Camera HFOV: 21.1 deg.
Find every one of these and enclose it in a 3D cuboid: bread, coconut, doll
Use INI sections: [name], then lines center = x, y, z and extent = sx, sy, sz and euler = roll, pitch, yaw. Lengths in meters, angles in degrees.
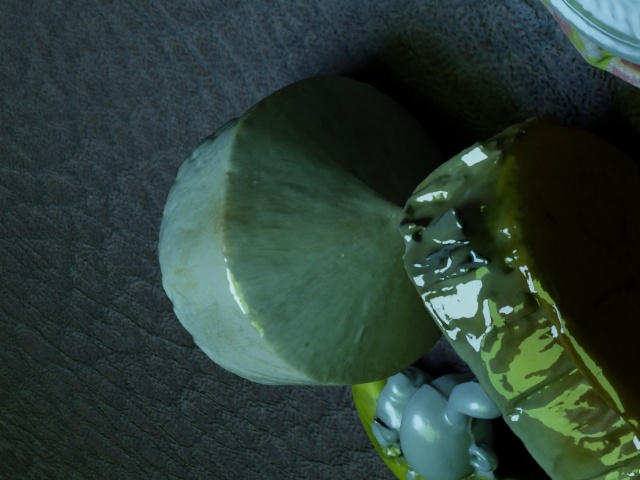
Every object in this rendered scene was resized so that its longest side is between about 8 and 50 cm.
[bread]
center = 0.246, 0.069, 1.484
extent = 0.183, 0.236, 0.388
euler = -34, 98, 36
[coconut]
center = 0.000, 0.000, 1.649
extent = 0.329, 0.329, 0.329
euler = 28, 137, 29
[doll]
center = 0.129, 0.201, 1.834
extent = 0.237, 0.111, 0.252
euler = 34, 146, 43

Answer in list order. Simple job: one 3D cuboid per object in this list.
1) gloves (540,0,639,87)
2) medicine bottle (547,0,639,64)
[gloves]
center = 0.254, -0.184, 1.363
extent = 0.241, 0.126, 0.145
euler = 47, 149, 21
[medicine bottle]
center = 0.278, -0.265, 1.179
extent = 0.238, 0.232, 0.238
euler = 28, 138, 29
